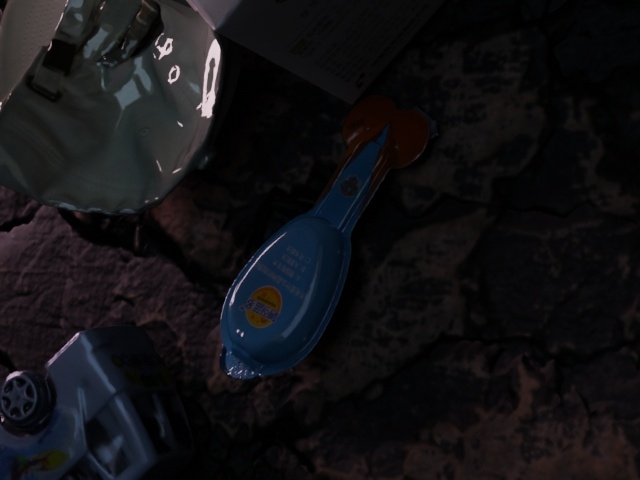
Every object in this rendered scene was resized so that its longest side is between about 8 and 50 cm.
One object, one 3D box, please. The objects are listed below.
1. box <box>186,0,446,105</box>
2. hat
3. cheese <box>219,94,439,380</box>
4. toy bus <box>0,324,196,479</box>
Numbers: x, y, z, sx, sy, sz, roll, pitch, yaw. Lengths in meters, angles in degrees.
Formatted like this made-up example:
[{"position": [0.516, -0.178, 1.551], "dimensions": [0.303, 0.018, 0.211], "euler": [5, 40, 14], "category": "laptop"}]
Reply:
[{"position": [0.032, -0.247, 1.171], "dimensions": [0.260, 0.194, 0.111], "euler": [-45, 59, 14], "category": "box"}, {"position": [-0.165, -0.181, 1.334], "dimensions": [0.258, 0.168, 0.301], "euler": [-48, 33, 34], "category": "hat"}, {"position": [0.000, 0.000, 1.233], "dimensions": [0.106, 0.037, 0.256], "euler": [33, 90, 40], "category": "cheese"}, {"position": [-0.245, 0.214, 1.301], "dimensions": [0.330, 0.109, 0.136], "euler": [-44, 70, 17], "category": "toy bus"}]
